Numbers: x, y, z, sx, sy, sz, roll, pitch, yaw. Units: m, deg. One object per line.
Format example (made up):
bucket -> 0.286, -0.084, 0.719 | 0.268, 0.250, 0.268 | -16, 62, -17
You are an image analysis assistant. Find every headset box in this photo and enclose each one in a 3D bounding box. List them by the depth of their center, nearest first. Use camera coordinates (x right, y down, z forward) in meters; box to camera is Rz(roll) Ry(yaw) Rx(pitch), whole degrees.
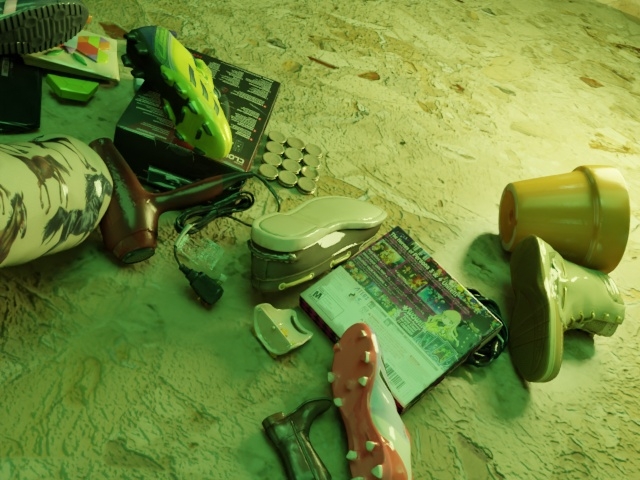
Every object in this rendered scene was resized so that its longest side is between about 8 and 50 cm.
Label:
headset box -> -0.210, -0.187, 1.238 | 0.218, 0.110, 0.293 | 19, 45, -6

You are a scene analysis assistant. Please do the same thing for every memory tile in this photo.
memory tile -> -0.053, -0.146, 1.353 | 0.113, 0.012, 0.148 | 18, 41, -8

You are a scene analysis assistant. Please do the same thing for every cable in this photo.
cable -> 0.224, 0.118, 1.183 | 0.184, 0.047, 0.150 | 36, 42, 14

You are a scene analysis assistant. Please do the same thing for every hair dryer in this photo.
hair dryer -> -0.228, -0.052, 1.093 | 0.293, 0.080, 0.224 | 33, 59, -8

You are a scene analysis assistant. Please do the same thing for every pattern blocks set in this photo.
pattern blocks set -> -0.464, -0.356, 1.344 | 0.324, 0.026, 0.285 | 0, 48, -34

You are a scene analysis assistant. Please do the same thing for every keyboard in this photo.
keyboard -> -0.583, -0.296, 1.246 | 0.201, 0.033, 0.317 | 8, 43, -27

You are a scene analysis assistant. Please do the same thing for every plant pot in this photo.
plant pot -> 0.439, -0.041, 1.354 | 0.187, 0.205, 0.205 | 2, 44, -2

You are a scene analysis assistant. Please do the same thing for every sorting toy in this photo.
sorting toy -> -0.050, 0.128, 1.050 | 0.075, 0.045, 0.083 | -14, 53, -45

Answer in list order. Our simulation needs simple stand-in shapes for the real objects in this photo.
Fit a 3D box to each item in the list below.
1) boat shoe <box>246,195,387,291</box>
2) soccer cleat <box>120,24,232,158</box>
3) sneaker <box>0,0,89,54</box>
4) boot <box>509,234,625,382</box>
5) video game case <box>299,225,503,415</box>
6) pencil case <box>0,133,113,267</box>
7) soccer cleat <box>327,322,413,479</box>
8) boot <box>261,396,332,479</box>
boat shoe -> 0.000, 0.000, 1.155 | 0.116, 0.097, 0.324 | 22, 22, 26
soccer cleat -> -0.205, -0.244, 1.149 | 0.121, 0.093, 0.289 | -19, 58, -37
sneaker -> -0.549, -0.376, 1.206 | 0.319, 0.112, 0.131 | -27, 71, -38
boot -> 0.417, 0.136, 1.216 | 0.203, 0.095, 0.262 | 23, 50, -21
video game case -> 0.119, 0.111, 1.099 | 0.210, 0.042, 0.232 | -35, 66, -24
pencil case -> -0.398, -0.046, 0.858 | 0.183, 0.160, 0.410 | 17, 10, 4
soccer cleat -> 0.072, 0.228, 0.974 | 0.095, 0.083, 0.248 | 32, 36, -39
boot -> -0.008, 0.264, 0.929 | 0.106, 0.037, 0.114 | -17, 54, -26
